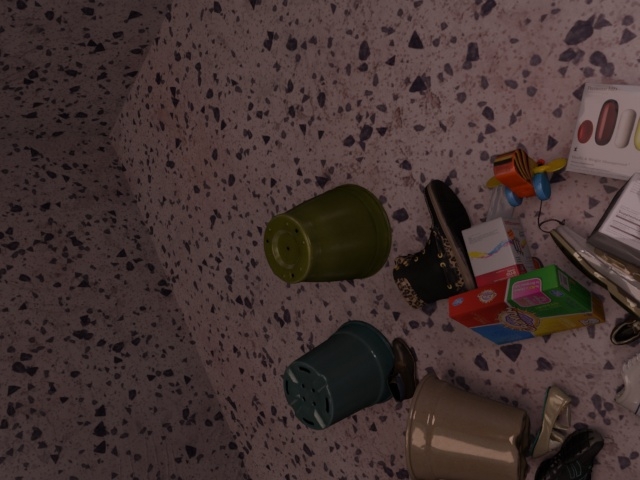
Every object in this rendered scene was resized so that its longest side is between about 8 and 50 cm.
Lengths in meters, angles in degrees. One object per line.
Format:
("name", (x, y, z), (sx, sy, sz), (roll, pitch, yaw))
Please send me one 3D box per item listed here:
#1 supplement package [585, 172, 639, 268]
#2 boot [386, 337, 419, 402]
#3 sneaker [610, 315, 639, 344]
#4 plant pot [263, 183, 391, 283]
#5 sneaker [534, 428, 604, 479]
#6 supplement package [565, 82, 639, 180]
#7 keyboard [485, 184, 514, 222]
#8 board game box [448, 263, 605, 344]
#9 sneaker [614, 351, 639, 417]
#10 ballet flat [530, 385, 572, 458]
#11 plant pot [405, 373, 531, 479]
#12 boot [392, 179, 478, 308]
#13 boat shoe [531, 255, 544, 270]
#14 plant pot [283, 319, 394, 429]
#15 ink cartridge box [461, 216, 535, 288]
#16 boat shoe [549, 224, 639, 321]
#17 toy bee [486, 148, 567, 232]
("supplement package", (0.745, -0.006, 1.014), (0.261, 0.204, 0.145), (32, 96, 22))
("boot", (0.286, 0.467, 1.705), (0.082, 0.106, 0.219), (-20, 86, 45))
("sneaker", (0.797, 0.201, 1.165), (0.066, 0.071, 0.188), (50, 130, 24))
("plant pot", (0.000, 0.000, 1.692), (0.366, 0.352, 0.367), (14, 110, 42))
("sneaker", (0.724, 0.636, 1.350), (0.106, 0.101, 0.268), (31, 124, 12))
("supplement package", (0.703, -0.249, 1.087), (0.194, 0.149, 0.203), (19, 114, 40))
("keyboard", (0.524, -0.043, 1.413), (0.072, 0.014, 0.256), (20, 114, 34))
("board game box", (0.551, 0.187, 1.294), (0.316, 0.242, 0.064), (-29, 41, 45))
("sneaker", (0.799, 0.321, 1.178), (0.091, 0.094, 0.258), (20, 114, 35))
("ballet flat", (0.669, 0.540, 1.370), (0.086, 0.086, 0.249), (20, 114, 40))
("plant pot", (0.463, 0.601, 1.452), (0.305, 0.333, 0.334), (1, 102, 32))
("boot", (0.349, 0.027, 1.518), (0.284, 0.138, 0.378), (-30, 80, 46))
("boat shoe", (0.606, 0.115, 1.349), (0.049, 0.043, 0.137), (3, 101, 46))
("plant pot", (0.063, 0.515, 1.776), (0.341, 0.334, 0.342), (14, 110, 41))
("ink cartridge box", (0.501, 0.035, 1.335), (0.127, 0.128, 0.176), (-25, 72, 42))
("boat shoe", (0.719, 0.059, 1.192), (0.103, 0.113, 0.302), (-45, 59, 12))
("toy bee", (0.540, -0.162, 1.254), (0.195, 0.298, 0.162), (0, 61, 26))
